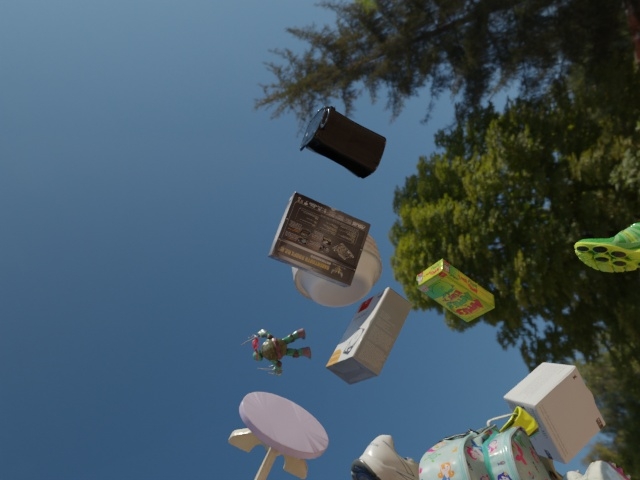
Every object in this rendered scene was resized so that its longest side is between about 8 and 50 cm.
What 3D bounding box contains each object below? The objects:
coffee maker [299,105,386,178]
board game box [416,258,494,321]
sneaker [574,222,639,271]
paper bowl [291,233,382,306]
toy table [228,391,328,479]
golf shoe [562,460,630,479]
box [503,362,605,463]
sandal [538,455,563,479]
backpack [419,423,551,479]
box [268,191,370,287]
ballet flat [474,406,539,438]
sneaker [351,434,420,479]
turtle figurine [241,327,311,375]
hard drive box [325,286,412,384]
[{"bbox_3d":[0.060,-0.229,1.120,0.178,0.171,0.120,23,-83,-17],"label":"coffee maker"},{"bbox_3d":[0.340,0.129,1.190,0.181,0.092,0.043,34,-138,-16],"label":"board game box"},{"bbox_3d":[0.915,0.019,1.393,0.124,0.295,0.110,-69,-32,-47],"label":"sneaker"},{"bbox_3d":[0.054,0.101,1.478,0.284,0.284,0.148,36,-148,-40],"label":"paper bowl"},{"bbox_3d":[-0.131,0.581,1.377,0.161,0.274,0.252,-63,-11,21],"label":"toy table"},{"bbox_3d":[0.491,0.510,0.880,0.140,0.115,0.306,-39,-36,-18],"label":"golf shoe"},{"bbox_3d":[0.630,0.458,1.270,0.181,0.119,0.181,-29,-88,-22],"label":"box"},{"bbox_3d":[0.690,0.749,1.457,0.303,0.120,0.086,56,-147,-14],"label":"sandal"},{"bbox_3d":[0.287,0.436,0.795,0.253,0.191,0.225,14,-132,-48],"label":"backpack"},{"bbox_3d":[0.000,0.000,1.256,0.230,0.056,0.183,22,-103,-11],"label":"box"},{"bbox_3d":[0.388,0.454,1.064,0.230,0.077,0.077,-26,-108,-16],"label":"ballet flat"},{"bbox_3d":[0.201,0.559,1.031,0.297,0.111,0.129,52,-133,-3],"label":"sneaker"},{"bbox_3d":[-0.158,0.397,1.689,0.233,0.118,0.176,-12,-101,-14],"label":"turtle figurine"},{"bbox_3d":[0.134,0.266,1.305,0.089,0.181,0.232,37,-123,-4],"label":"hard drive box"}]
